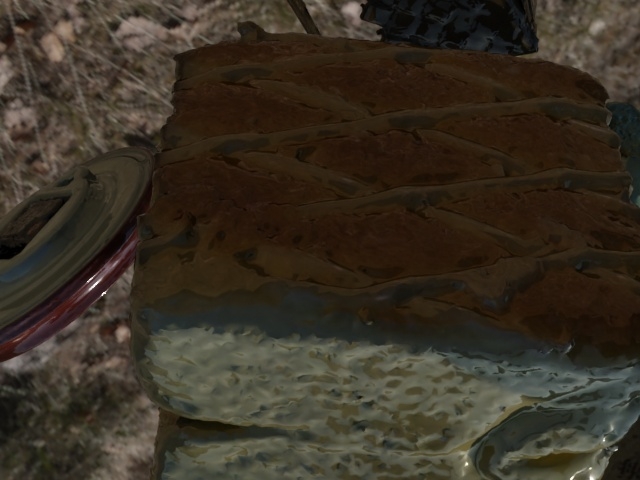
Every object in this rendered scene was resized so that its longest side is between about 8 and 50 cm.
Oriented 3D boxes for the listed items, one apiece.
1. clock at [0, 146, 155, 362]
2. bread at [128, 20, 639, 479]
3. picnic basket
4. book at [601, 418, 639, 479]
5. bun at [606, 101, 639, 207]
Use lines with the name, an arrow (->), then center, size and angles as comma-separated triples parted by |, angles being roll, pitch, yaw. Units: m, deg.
clock -> -0.306, 0.005, 1.276 | 0.318, 0.318, 0.080 | -44, 116, -9
bread -> 0.052, 0.031, 0.943 | 0.390, 0.371, 0.279 | 7, 128, -5
picnic basket -> 0.104, -0.344, 1.436 | 0.254, 0.321, 0.291 | 52, 36, -43
book -> 0.379, 0.275, 1.206 | 0.032, 0.269, 0.389 | 58, 40, -30
bun -> 0.351, -0.074, 1.475 | 0.127, 0.212, 0.203 | 0, 101, 10
